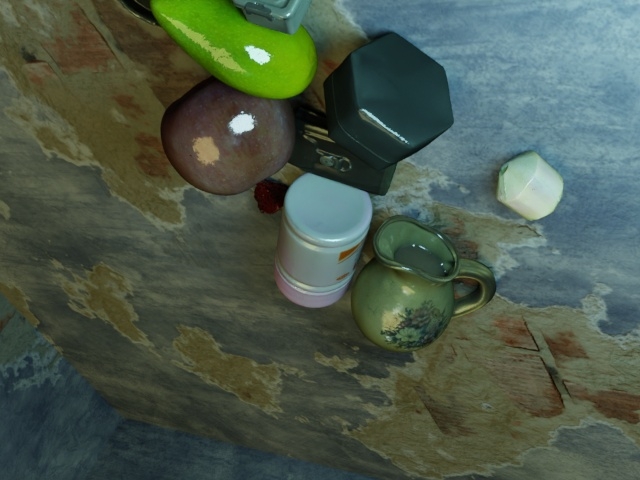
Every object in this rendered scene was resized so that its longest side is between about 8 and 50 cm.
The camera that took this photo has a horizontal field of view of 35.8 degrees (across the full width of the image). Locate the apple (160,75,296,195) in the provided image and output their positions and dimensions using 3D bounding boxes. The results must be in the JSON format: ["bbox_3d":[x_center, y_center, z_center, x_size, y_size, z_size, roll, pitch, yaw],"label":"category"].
[{"bbox_3d":[-0.188,-0.221,2.047,0.305,0.306,0.235,-15,113,50],"label":"apple"}]

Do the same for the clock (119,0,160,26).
[{"bbox_3d":[-0.325,-0.534,1.927,0.280,0.055,0.280,21,149,14],"label":"clock"}]

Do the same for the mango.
[{"bbox_3d":[-0.160,-0.377,1.847,0.343,0.192,0.156,21,129,-22],"label":"mango"}]

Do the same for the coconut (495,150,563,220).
[{"bbox_3d":[0.395,-0.108,1.906,0.122,0.116,0.116,36,149,-22],"label":"coconut"}]

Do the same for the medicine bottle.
[{"bbox_3d":[0.000,0.000,2.304,0.202,0.202,0.316,25,149,7],"label":"medicine bottle"}]

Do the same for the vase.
[{"bbox_3d":[0.247,0.104,2.280,0.329,0.241,0.302,5,137,-13],"label":"vase"}]

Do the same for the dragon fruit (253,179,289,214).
[{"bbox_3d":[-0.111,-0.100,2.413,0.097,0.063,0.131,57,155,18],"label":"dragon fruit"}]

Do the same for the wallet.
[{"bbox_3d":[0.043,-0.184,2.136,0.245,0.052,0.168,22,141,6],"label":"wallet"}]

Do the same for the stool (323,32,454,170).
[{"bbox_3d":[0.121,-0.252,1.821,0.232,0.232,0.141,36,147,-11],"label":"stool"}]

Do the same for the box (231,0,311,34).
[{"bbox_3d":[-0.067,-0.448,1.743,0.124,0.172,0.093,21,164,15],"label":"box"}]
